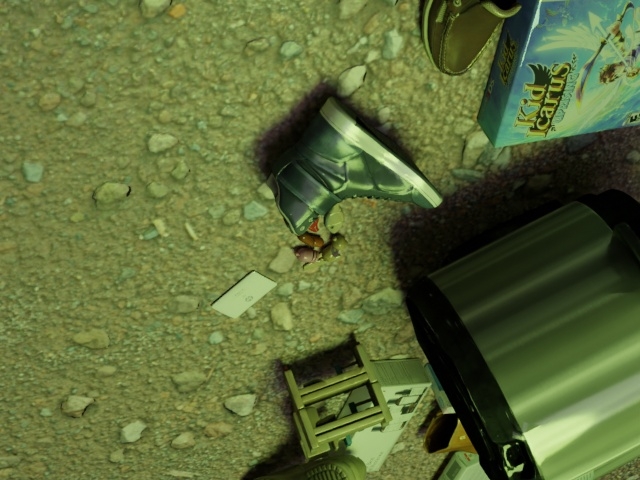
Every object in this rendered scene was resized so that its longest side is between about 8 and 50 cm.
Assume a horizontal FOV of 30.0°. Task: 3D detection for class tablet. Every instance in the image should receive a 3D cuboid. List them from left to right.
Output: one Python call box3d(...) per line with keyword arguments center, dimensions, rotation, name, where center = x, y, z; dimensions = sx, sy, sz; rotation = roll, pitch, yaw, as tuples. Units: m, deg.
box3d(center=(-0.105, 0.076, 1.663), dimensions=(0.083, 0.006, 0.054), rotation=(-39, 139, 18), name="tablet")

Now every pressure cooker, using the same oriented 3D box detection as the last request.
box3d(center=(0.374, 0.136, 1.677), dimensions=(0.421, 0.370, 0.375), rotation=(-27, 105, -2), name="pressure cooker")

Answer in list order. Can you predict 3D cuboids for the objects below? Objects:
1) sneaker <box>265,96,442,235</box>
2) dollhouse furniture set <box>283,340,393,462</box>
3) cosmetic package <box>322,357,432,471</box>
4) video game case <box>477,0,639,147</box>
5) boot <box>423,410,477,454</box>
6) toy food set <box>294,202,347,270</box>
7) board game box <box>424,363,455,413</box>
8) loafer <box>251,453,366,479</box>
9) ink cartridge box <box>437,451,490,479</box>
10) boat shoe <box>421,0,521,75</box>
box3d(center=(0.036, -0.062, 1.503), dimensions=(0.226, 0.086, 0.163), rotation=(33, 104, -36), name="sneaker")
box3d(center=(0.020, 0.253, 1.860), dimensions=(0.129, 0.128, 0.183), rotation=(-19, 165, -8), name="dollhouse furniture set")
box3d(center=(0.088, 0.293, 1.965), dimensions=(0.099, 0.060, 0.239), rotation=(0, 135, -27), name="cosmetic package")
box3d(center=(0.342, -0.245, 1.489), dimensions=(0.244, 0.061, 0.269), rotation=(-9, 139, -17), name="video game case")
box3d(center=(0.316, 0.280, 2.026), dimensions=(0.211, 0.104, 0.295), rotation=(-1, 142, -35), name="boot")
box3d(center=(0.000, 0.000, 1.620), dimensions=(0.078, 0.019, 0.122), rotation=(-18, 141, -8), name="toy food set")
box3d(center=(0.223, 0.239, 1.949), dimensions=(0.090, 0.090, 0.020), rotation=(-1, 137, -28), name="board game box")
box3d(center=(-0.023, 0.417, 1.973), dimensions=(0.269, 0.101, 0.092), rotation=(-24, 170, 41), name="loafer")
box3d(center=(0.298, 0.430, 2.260), dimensions=(0.179, 0.045, 0.145), rotation=(-16, 144, -40), name="ink cartridge box")
box3d(center=(0.179, -0.277, 1.339), dimensions=(0.095, 0.095, 0.257), rotation=(-9, 139, -18), name="boat shoe")
